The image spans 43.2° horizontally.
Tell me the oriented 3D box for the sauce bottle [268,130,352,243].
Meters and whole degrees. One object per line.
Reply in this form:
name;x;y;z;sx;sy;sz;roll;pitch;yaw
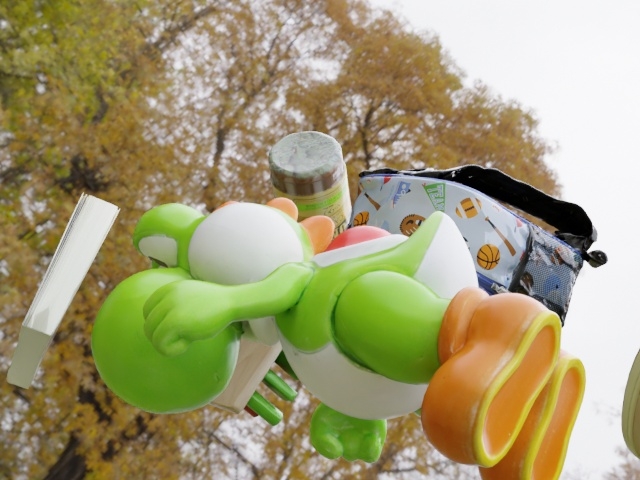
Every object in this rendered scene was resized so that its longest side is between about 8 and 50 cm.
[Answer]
sauce bottle;0.000;0.000;1.224;0.111;0.111;0.344;19;-38;28

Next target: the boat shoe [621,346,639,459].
boat shoe;0.348;0.073;0.636;0.109;0.098;0.302;17;-69;-26

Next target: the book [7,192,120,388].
book;-0.222;0.044;0.693;0.035;0.144;0.096;24;-44;-13

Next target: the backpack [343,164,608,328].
backpack;0.151;0.023;0.992;0.263;0.213;0.276;35;-21;-29

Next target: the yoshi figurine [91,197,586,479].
yoshi figurine;-0.023;0.082;0.565;0.362;0.203;0.204;18;-66;36

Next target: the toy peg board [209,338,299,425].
toy peg board;-0.081;0.156;1.036;0.079;0.161;0.160;45;-25;-25
